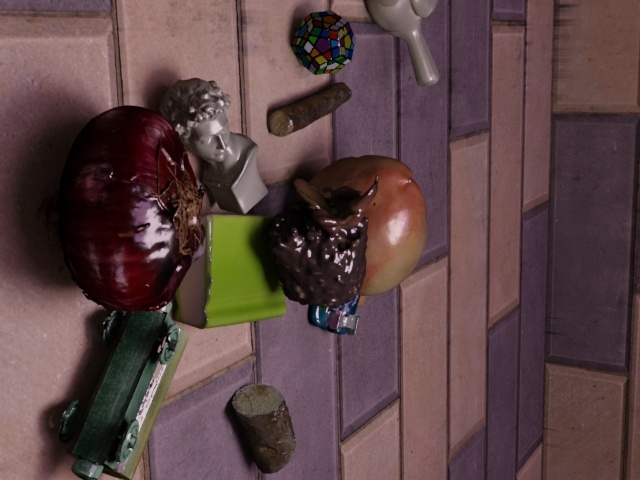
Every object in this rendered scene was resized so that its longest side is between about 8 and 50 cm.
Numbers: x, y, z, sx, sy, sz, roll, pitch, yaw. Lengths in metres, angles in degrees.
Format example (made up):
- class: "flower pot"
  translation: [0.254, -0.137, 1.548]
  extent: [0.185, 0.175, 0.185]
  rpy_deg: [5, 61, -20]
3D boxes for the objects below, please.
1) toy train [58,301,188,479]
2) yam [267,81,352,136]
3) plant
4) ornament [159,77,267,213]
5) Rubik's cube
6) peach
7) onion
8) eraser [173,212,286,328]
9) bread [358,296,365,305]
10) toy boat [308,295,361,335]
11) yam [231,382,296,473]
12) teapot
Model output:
- class: "toy train"
  translation: [-0.312, 0.235, 1.434]
  extent: [0.189, 0.126, 0.307]
  rpy_deg: [107, 2, -68]
- class: "yam"
  translation: [-0.017, -0.278, 1.884]
  extent: [0.274, 0.061, 0.061]
  rpy_deg: [-37, 126, -53]
- class: "plant"
  translation: [0.000, 0.000, 1.663]
  extent: [0.178, 0.204, 0.234]
  rpy_deg: [-66, 157, -50]
- class: "ornament"
  translation: [-0.183, -0.167, 1.564]
  extent: [0.120, 0.130, 0.285]
  rpy_deg: [-59, 150, -23]
- class: "Rubik's cube"
  translation: [0.007, -0.405, 1.845]
  extent: [0.112, 0.133, 0.133]
  rpy_deg: [22, 74, -30]
- class: "peach"
  translation: [0.090, -0.039, 1.863]
  extent: [0.247, 0.292, 0.292]
  rpy_deg: [-9, 104, -34]
- class: "onion"
  translation: [-0.287, -0.045, 1.317]
  extent: [0.314, 0.232, 0.314]
  rpy_deg: [3, 90, -85]
- class: "eraser"
  translation: [-0.158, 0.051, 1.665]
  extent: [0.274, 0.092, 0.210]
  rpy_deg: [-6, 99, -61]
- class: "bread"
  translation: [0.074, 0.117, 2.126]
  extent: [0.070, 0.035, 0.083]
  rpy_deg: [-21, 106, -57]
- class: "toy boat"
  translation: [0.069, 0.061, 2.029]
  extent: [0.134, 0.092, 0.299]
  rpy_deg: [24, 74, -41]
- class: "yam"
  translation: [-0.106, 0.375, 1.801]
  extent: [0.107, 0.107, 0.183]
  rpy_deg: [-50, 138, -44]
- class: "teapot"
  translation: [0.214, -0.546, 2.136]
  extent: [0.220, 0.149, 0.318]
  rpy_deg: [-61, 141, -32]
